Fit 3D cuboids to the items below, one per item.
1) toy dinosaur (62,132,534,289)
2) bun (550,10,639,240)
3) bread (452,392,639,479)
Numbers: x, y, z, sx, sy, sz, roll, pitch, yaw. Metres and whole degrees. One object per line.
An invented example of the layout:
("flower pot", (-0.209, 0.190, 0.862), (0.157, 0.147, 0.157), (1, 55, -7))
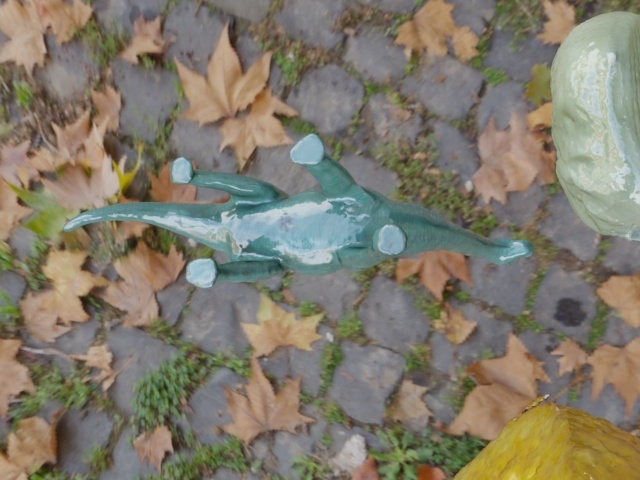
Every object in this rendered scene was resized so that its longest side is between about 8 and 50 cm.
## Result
("toy dinosaur", (0.000, 0.000, 0.929), (0.384, 0.331, 0.129), (-2, 81, 21))
("bun", (0.281, -0.107, 0.891), (0.221, 0.108, 0.221), (21, 64, -52))
("bread", (0.136, 0.303, 0.580), (0.215, 0.398, 0.398), (33, 79, 1))
